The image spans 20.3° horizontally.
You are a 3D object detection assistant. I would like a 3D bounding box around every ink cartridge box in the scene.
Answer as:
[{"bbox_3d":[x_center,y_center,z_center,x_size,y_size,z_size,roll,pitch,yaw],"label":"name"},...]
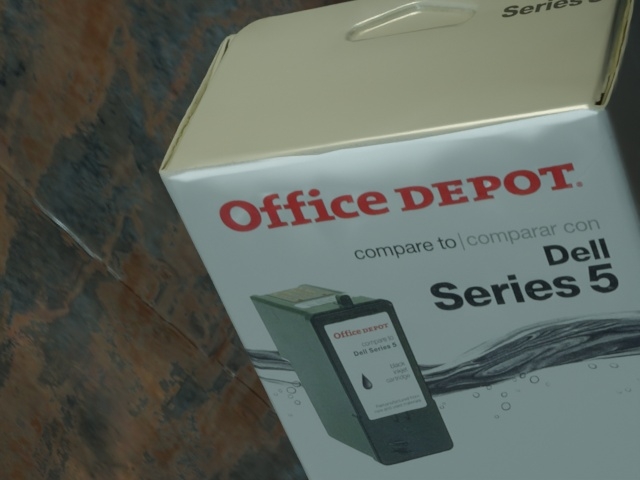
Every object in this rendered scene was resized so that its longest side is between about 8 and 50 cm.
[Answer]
[{"bbox_3d":[0.076,0.029,0.806,0.198,0.114,0.272,-8,126,24],"label":"ink cartridge box"}]
